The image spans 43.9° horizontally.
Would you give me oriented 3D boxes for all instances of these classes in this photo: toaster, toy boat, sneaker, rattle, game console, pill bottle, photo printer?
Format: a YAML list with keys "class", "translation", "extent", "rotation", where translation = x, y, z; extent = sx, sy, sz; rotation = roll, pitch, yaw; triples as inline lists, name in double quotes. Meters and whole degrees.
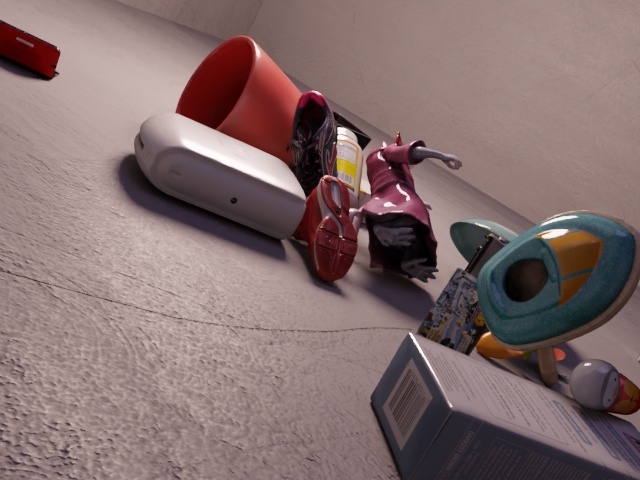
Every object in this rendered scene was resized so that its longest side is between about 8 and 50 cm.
- class: "toaster"
  translation: [0.340, 0.082, 1.617]
  extent: [0.110, 0.185, 0.168]
  rotation: [34, 8, 11]
- class: "toy boat"
  translation: [0.360, 0.102, 1.140]
  extent: [0.148, 0.267, 0.318]
  rotation: [25, 38, -44]
- class: "sneaker"
  translation: [0.000, 0.000, 1.457]
  extent: [0.087, 0.128, 0.221]
  rotation: [23, 50, -21]
- class: "rattle"
  translation: [0.387, 0.221, 1.499]
  extent: [0.130, 0.143, 0.200]
  rotation: [67, 11, 15]
- class: "sneaker"
  translation: [-0.022, -0.160, 1.613]
  extent: [0.121, 0.299, 0.112]
  rotation: [-5, -21, 5]
- class: "game console"
  translation: [-0.622, -0.409, 1.687]
  extent: [0.144, 0.124, 0.085]
  rotation: [24, 42, -14]
- class: "pill bottle"
  translation: [0.033, -0.149, 1.757]
  extent: [0.117, 0.117, 0.214]
  rotation: [24, 47, -17]
- class: "photo printer"
  translation: [-0.196, -0.132, 1.476]
  extent: [0.308, 0.107, 0.256]
  rotation: [22, 16, -21]

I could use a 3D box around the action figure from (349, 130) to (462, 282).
- class: "action figure"
  translation: [0.145, -0.086, 1.677]
  extent: [0.276, 0.248, 0.370]
  rotation: [1, 48, -9]

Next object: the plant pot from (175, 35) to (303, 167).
- class: "plant pot"
  translation: [-0.151, -0.273, 1.769]
  extent: [0.243, 0.275, 0.275]
  rotation: [31, 10, -38]

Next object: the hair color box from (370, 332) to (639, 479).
- class: "hair color box"
  translation: [0.264, 0.262, 0.990]
  extent: [0.375, 0.113, 0.185]
  rotation: [23, 16, -17]

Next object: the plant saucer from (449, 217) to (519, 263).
- class: "plant saucer"
  translation: [0.436, 0.051, 1.822]
  extent: [0.318, 0.043, 0.317]
  rotation: [40, -11, 10]

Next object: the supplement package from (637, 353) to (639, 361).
- class: "supplement package"
  translation: [0.911, 0.303, 1.999]
  extent: [0.179, 0.105, 0.105]
  rotation: [35, 16, 20]

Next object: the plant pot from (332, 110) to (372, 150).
- class: "plant pot"
  translation: [-0.011, -0.260, 2.104]
  extent: [0.188, 0.166, 0.188]
  rotation: [16, 19, -37]

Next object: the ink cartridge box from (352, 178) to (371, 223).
- class: "ink cartridge box"
  translation: [0.059, -0.114, 1.920]
  extent: [0.231, 0.078, 0.134]
  rotation: [20, 17, -26]

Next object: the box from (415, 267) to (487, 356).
- class: "box"
  translation: [0.234, 0.127, 1.326]
  extent: [0.094, 0.137, 0.027]
  rotation: [35, 9, 21]
